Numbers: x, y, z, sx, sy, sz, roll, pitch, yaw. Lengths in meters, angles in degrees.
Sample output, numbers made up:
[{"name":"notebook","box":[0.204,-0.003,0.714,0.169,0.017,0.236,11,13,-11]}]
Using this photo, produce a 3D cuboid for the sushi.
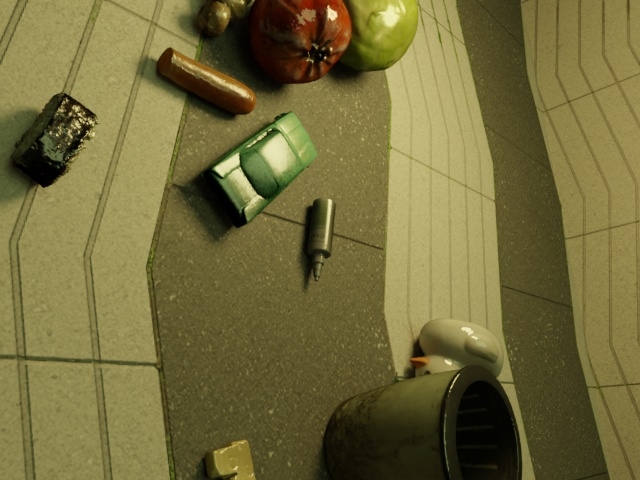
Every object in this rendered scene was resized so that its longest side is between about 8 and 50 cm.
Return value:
[{"name":"sushi","box":[-0.407,-0.156,0.878,0.078,0.090,0.151,42,46,-35]}]

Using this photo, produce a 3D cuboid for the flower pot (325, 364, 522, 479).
[{"name":"flower pot","box":[0.193,0.420,1.150,0.293,0.330,0.294,23,58,-43]}]

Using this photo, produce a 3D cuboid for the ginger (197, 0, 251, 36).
[{"name":"ginger","box":[-0.209,-0.520,1.246,0.104,0.080,0.204,22,55,-14]}]

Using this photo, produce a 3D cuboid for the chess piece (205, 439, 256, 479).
[{"name":"chess piece","box":[-0.143,0.448,0.965,0.090,0.090,0.201,11,57,-46]}]

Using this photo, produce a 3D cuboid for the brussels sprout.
[{"name":"brussels sprout","box":[0.130,-0.607,1.553,0.273,0.242,0.317,3,67,-23]}]

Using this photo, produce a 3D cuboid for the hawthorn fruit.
[{"name":"hawthorn fruit","box":[-0.067,-0.508,1.314,0.241,0.242,0.272,4,49,-48]}]

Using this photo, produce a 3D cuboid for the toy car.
[{"name":"toy car","box":[-0.110,-0.160,1.205,0.141,0.097,0.321,58,42,-16]}]

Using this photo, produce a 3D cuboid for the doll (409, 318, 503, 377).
[{"name":"doll","box":[0.350,0.320,1.476,0.250,0.221,0.221,16,61,-14]}]

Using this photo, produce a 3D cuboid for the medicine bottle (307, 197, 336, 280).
[{"name":"medicine bottle","box":[0.000,0.000,1.301,0.057,0.057,0.199,29,56,-38]}]

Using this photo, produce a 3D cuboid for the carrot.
[{"name":"carrot","box":[-0.223,-0.317,1.165,0.225,0.067,0.067,19,62,-41]}]
